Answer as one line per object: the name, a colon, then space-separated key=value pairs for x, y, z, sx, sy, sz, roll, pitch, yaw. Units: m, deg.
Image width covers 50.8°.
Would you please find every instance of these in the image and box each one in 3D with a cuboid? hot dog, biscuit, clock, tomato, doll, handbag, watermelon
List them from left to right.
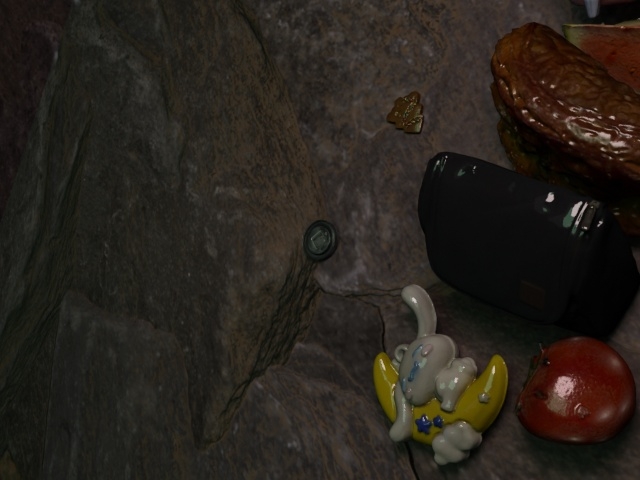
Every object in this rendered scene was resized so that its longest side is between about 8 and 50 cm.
clock: x=0.000 y=0.000 z=1.370 sx=0.085 sy=0.017 sz=0.085 roll=-9 pitch=74 yaw=36
biscuit: x=0.168 y=-0.240 z=1.298 sx=0.082 sy=0.016 sz=0.092 roll=-37 pitch=58 yaw=25
doll: x=0.186 y=0.232 z=1.117 sx=0.237 sy=0.111 sz=0.252 roll=32 pitch=109 yaw=39
handbag: x=0.284 y=0.017 z=0.985 sx=0.301 sy=0.275 sz=0.178 roll=28 pitch=89 yaw=38
tomato: x=0.366 y=0.218 z=0.963 sx=0.167 sy=0.167 sz=0.168 roll=-9 pitch=74 yaw=35
hot dog: x=0.380 y=-0.150 z=0.978 sx=0.174 sy=0.267 sz=0.388 roll=-40 pitch=56 yaw=3
watermelon: x=0.526 y=-0.286 z=0.966 sx=0.303 sy=0.159 sz=0.128 roll=18 pitch=68 yaw=46

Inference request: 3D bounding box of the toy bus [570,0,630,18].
toy bus: x=0.427 y=-0.481 z=0.974 sx=0.197 sy=0.294 sz=0.231 roll=13 pitch=44 yaw=45
